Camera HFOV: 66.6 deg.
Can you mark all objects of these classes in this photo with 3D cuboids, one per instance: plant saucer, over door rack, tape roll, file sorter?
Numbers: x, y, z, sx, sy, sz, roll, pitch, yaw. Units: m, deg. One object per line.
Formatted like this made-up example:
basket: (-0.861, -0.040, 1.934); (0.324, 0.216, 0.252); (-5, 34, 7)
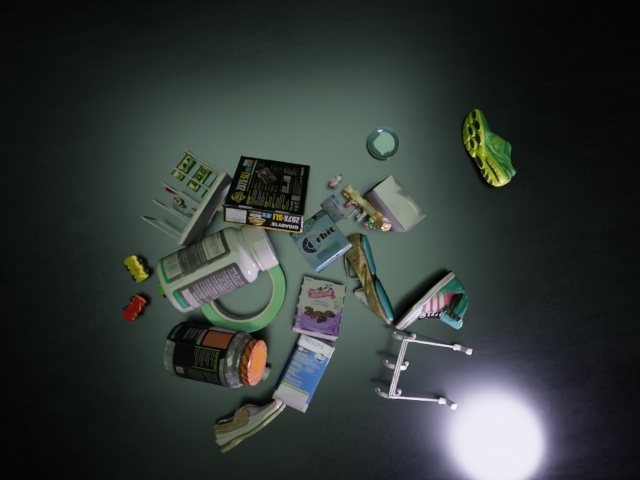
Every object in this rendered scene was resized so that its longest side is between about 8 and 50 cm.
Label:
plant saucer: (0.233, -0.361, 1.812); (0.119, 0.021, 0.119); (0, 92, -4)
over door rack: (0.373, 0.477, 1.807); (0.324, 0.108, 0.239); (14, 91, -17)
tape roll: (-0.285, 0.172, 1.772); (0.322, 0.077, 0.321); (0, 92, -2)
file sorter: (-0.447, -0.141, 1.652); (0.173, 0.193, 0.277); (31, 88, 0)

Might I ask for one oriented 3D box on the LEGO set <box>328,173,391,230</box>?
LEGO set: (0.130, -0.107, 1.758); (0.107, 0.132, 0.287); (-44, 71, 4)

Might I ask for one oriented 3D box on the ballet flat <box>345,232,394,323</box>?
ballet flat: (0.165, 0.146, 1.785); (0.123, 0.123, 0.348); (-20, 93, -2)

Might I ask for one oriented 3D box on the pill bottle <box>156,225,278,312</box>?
pill bottle: (-0.337, 0.079, 1.627); (0.361, 0.204, 0.204); (-25, 92, -2)

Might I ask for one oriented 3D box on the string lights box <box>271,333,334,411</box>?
string lights box: (-0.063, 0.476, 1.789); (0.133, 0.077, 0.259); (25, 90, -3)

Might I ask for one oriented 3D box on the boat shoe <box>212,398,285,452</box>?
boat shoe: (-0.265, 0.643, 1.748); (0.302, 0.113, 0.103); (-36, 79, 11)

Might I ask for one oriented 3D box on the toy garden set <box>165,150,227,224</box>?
toy garden set: (-0.444, -0.172, 1.768); (0.244, 0.049, 0.203); (38, 89, -3)

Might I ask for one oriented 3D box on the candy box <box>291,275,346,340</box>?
candy box: (-0.005, 0.244, 1.757); (0.165, 0.070, 0.196); (12, 68, -3)

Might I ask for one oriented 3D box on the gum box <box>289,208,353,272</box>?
gum box: (0.000, 0.000, 1.755); (0.157, 0.041, 0.184); (-36, 60, -1)

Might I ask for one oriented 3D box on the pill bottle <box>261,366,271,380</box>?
pill bottle: (-0.244, 0.461, 1.785); (0.120, 0.067, 0.067); (32, 90, -3)

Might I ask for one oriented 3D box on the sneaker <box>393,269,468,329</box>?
sneaker: (0.428, 0.269, 1.792); (0.295, 0.124, 0.178); (-41, 83, -2)

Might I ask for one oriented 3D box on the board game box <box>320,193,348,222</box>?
board game box: (0.050, -0.115, 1.776); (0.020, 0.090, 0.090); (-40, 93, -30)

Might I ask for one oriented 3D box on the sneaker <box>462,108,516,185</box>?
sneaker: (0.625, -0.346, 1.805); (0.124, 0.109, 0.295); (-24, 91, -25)

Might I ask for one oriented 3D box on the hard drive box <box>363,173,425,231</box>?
hard drive box: (0.253, -0.125, 1.713); (0.089, 0.232, 0.181); (-39, 93, -1)

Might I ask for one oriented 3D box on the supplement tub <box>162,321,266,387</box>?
supplement tub: (-0.358, 0.393, 1.674); (0.316, 0.193, 0.193); (7, 91, 17)

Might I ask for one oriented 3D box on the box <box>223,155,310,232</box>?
box: (-0.173, -0.165, 1.660); (0.257, 0.322, 0.079); (6, 129, -2)

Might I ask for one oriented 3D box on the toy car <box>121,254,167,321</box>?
toy car: (-0.596, 0.174, 1.768); (0.225, 0.053, 0.238); (2, 92, -3)
